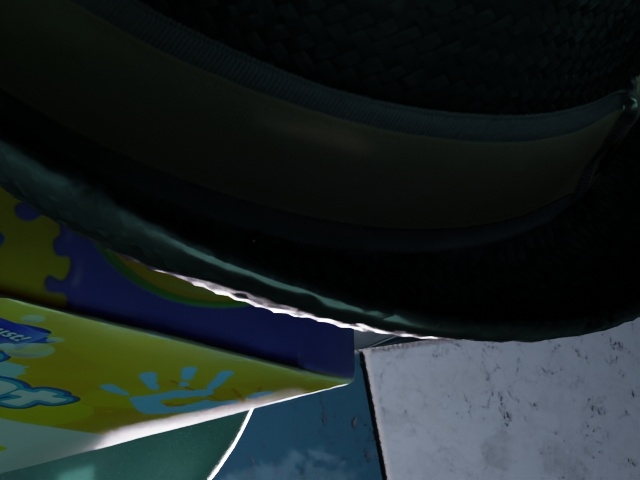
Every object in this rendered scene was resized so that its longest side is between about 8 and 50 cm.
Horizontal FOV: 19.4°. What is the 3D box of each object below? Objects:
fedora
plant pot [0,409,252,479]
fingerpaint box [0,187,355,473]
[{"bbox_3d":[0.009,-0.128,0.457,0.334,0.334,0.152,-2,134,-44],"label":"fedora"},{"bbox_3d":[-0.136,0.028,1.134,0.196,0.293,0.293,-38,167,5],"label":"plant pot"},{"bbox_3d":[-0.269,-0.026,0.656,0.371,0.163,0.444,-18,155,41],"label":"fingerpaint box"}]
